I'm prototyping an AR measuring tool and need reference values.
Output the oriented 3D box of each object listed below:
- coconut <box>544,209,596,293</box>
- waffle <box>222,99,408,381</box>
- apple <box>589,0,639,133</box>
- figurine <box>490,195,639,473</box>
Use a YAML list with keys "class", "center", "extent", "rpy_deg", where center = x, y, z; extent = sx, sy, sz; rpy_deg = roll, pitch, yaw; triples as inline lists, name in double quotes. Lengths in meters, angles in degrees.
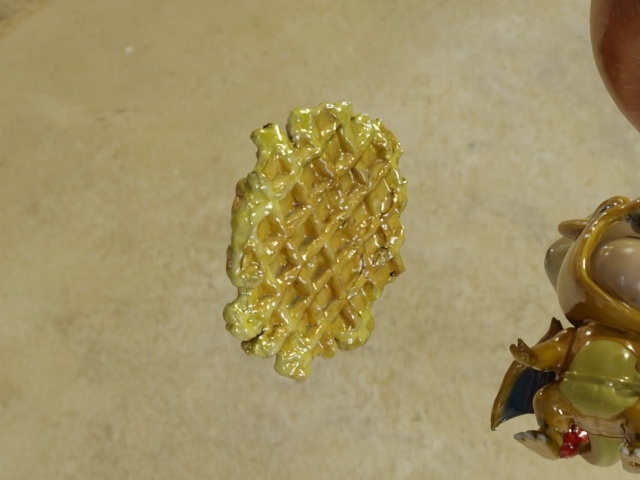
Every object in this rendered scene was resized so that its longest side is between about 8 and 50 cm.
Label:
- class: "coconut"
  center: [0.483, 0.054, 2.085]
  extent: [0.222, 0.202, 0.202]
  rpy_deg: [13, 44, 3]
- class: "waffle"
  center: [0.000, 0.000, 1.430]
  extent: [0.068, 0.325, 0.302]
  rpy_deg: [14, 5, 37]
- class: "apple"
  center: [0.420, -0.204, 1.101]
  extent: [0.338, 0.338, 0.305]
  rpy_deg: [32, 56, 34]
- class: "figurine"
  center: [0.404, 0.136, 1.766]
  extent: [0.401, 0.268, 0.387]
  rpy_deg: [-3, 62, 44]
